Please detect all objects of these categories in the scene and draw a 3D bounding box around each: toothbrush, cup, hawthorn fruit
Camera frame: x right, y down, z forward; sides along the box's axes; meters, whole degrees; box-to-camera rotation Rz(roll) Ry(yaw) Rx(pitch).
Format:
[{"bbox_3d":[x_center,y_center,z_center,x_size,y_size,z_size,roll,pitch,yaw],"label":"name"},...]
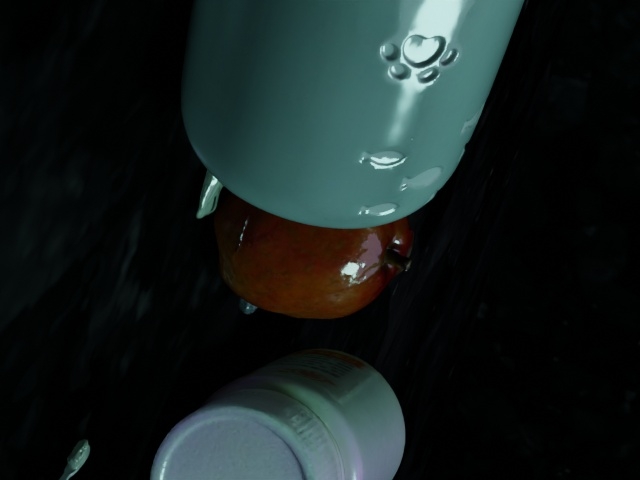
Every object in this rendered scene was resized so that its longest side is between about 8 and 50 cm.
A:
[{"bbox_3d":[-0.256,0.251,1.426,0.017,0.014,0.194,93,22,-48],"label":"toothbrush"},{"bbox_3d":[0.052,-0.189,1.337,0.356,0.259,0.274,-27,145,-45],"label":"cup"},{"bbox_3d":[0.000,0.000,1.617,0.185,0.202,0.185,-50,149,-46],"label":"hawthorn fruit"}]

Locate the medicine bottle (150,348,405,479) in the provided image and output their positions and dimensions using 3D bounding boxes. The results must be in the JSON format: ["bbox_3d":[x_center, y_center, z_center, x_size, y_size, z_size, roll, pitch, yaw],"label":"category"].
[{"bbox_3d":[-0.042,0.255,1.864,0.388,0.219,0.219,-19,130,-74],"label":"medicine bottle"}]

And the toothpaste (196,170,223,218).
[{"bbox_3d":[-0.065,-0.139,1.508,0.067,0.037,0.255,-48,161,-72],"label":"toothpaste"}]

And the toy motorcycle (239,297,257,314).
[{"bbox_3d":[-0.005,-0.027,1.828,0.298,0.089,0.171,-49,163,-55],"label":"toy motorcycle"}]
